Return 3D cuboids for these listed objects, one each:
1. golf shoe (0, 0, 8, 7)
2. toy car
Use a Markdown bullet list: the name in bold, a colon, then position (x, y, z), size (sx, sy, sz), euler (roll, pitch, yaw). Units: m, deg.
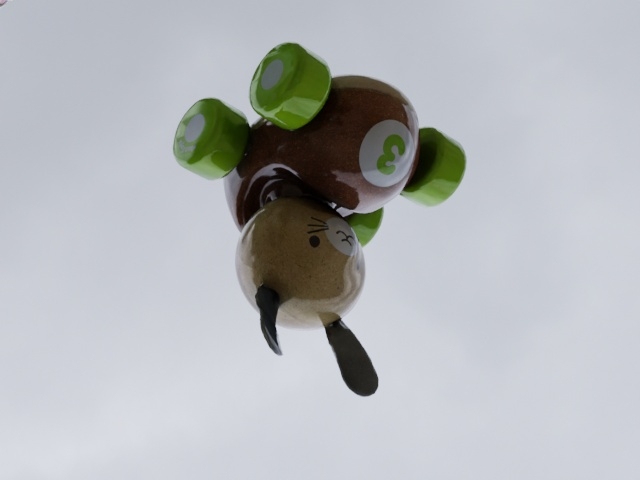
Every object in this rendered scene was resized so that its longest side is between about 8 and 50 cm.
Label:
- **golf shoe**: position (-0.301, -0.214, 1.295), size (0.140, 0.306, 0.115), euler (17, -156, -14)
- **toy car**: position (0.000, 0.000, 0.992), size (0.155, 0.149, 0.188), euler (28, -133, -35)
